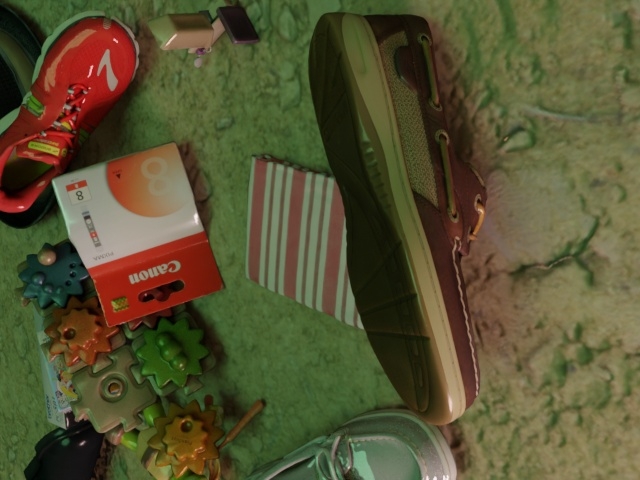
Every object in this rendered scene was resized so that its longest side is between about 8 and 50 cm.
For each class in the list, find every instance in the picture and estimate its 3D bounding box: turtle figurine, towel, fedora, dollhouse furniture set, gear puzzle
[{"bbox_3d":[-0.195,0.247,0.884,0.217,0.087,0.269,43,101,25],"label":"turtle figurine"},{"bbox_3d":[0.000,0.000,0.714,0.197,0.029,0.144,20,113,34],"label":"towel"},{"bbox_3d":[-0.492,-0.168,0.957,0.334,0.153,0.333,10,107,34],"label":"fedora"},{"bbox_3d":[-0.143,-0.215,0.712,0.081,0.114,0.091,-32,84,42],"label":"dollhouse furniture set"},{"bbox_3d":[-0.227,0.125,0.821,0.338,0.176,0.044,57,169,16],"label":"gear puzzle"}]

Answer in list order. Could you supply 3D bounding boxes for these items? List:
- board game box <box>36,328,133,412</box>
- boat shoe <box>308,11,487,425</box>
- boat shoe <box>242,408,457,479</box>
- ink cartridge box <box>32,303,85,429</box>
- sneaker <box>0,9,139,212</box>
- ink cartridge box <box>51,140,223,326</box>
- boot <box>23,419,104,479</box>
[{"bbox_3d":[-0.258,0.135,0.865,0.154,0.026,0.103,-21,75,-6],"label":"board game box"},{"bbox_3d":[0.087,-0.028,0.577,0.123,0.123,0.341,139,118,-68],"label":"boat shoe"},{"bbox_3d":[0.000,0.266,0.729,0.320,0.103,0.118,-30,83,38],"label":"boat shoe"},{"bbox_3d":[-0.324,0.136,0.942,0.046,0.097,0.207,7,105,36],"label":"ink cartridge box"},{"bbox_3d":[-0.299,-0.135,0.814,0.279,0.107,0.118,-46,39,25],"label":"sneaker"},{"bbox_3d":[-0.206,-0.007,0.799,0.146,0.045,0.179,-18,88,-6],"label":"ink cartridge box"},{"bbox_3d":[-0.336,0.381,1.013,0.207,0.094,0.246,57,134,16],"label":"boot"}]
